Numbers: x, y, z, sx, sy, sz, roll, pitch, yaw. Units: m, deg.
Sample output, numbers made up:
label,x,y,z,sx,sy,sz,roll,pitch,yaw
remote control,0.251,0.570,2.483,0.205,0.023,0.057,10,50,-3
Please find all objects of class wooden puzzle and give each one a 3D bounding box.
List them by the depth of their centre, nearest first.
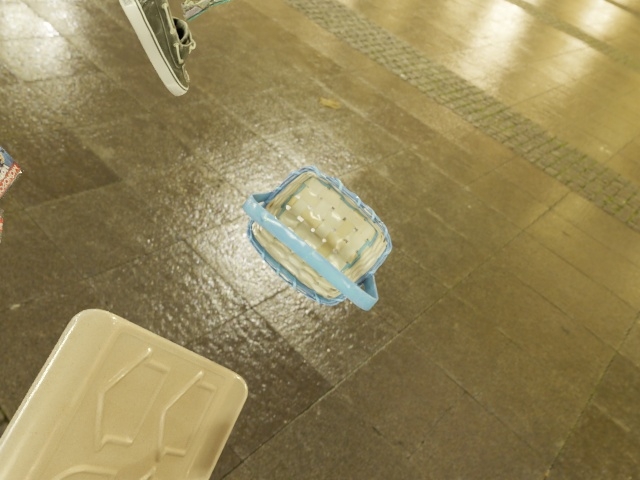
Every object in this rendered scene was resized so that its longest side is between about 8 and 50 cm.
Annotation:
label,x,y,z,sx,sy,sz,roll,pitch,yaw
wooden puzzle,-0.279,0.288,0.740,0.081,0.348,0.321,13,70,34

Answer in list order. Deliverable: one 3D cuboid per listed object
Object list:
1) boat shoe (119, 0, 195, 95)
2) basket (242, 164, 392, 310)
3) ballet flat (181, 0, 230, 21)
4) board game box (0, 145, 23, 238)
label,x,y,z,sx,sy,sz,roll,pitch,yaw
boat shoe,-0.226,-0.295,0.815,0.070,0.219,0.077,-23,74,-4
basket,0.000,0.000,0.946,0.255,0.201,0.289,42,8,0
ballet flat,-0.191,-0.410,0.920,0.115,0.041,0.041,-13,32,24
board game box,-0.643,-0.094,0.986,0.060,0.194,0.194,-2,49,20
